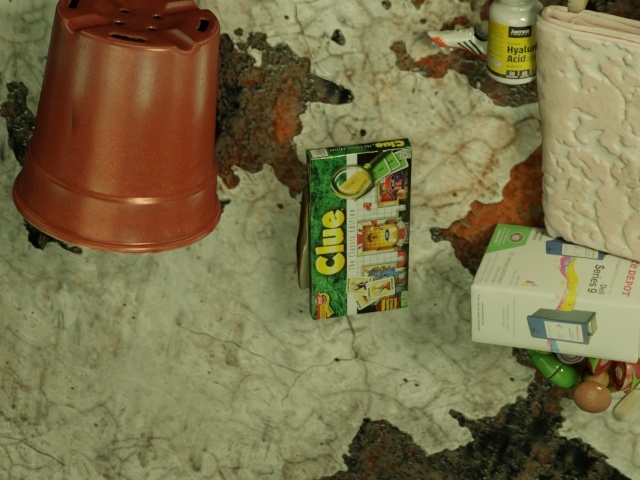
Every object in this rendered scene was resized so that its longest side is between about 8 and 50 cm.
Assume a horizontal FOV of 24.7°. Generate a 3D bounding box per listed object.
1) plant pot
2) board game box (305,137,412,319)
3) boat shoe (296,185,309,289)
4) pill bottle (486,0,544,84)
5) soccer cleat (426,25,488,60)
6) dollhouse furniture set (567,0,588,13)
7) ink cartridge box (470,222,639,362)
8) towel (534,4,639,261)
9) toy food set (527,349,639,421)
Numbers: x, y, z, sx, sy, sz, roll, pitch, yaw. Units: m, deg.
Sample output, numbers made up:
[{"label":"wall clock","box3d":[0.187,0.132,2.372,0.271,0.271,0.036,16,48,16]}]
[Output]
[{"label":"plant pot","box3d":[-0.241,-0.165,1.838,0.272,0.272,0.265,17,120,10]},{"label":"board game box","box3d":[0.050,-0.011,1.920,0.136,0.030,0.259,-6,126,-7]},{"label":"boat shoe","box3d":[0.000,0.000,1.967,0.059,0.063,0.170,1,133,-7]},{"label":"pill bottle","box3d":[0.226,-0.245,1.696,0.065,0.065,0.116,9,126,16]},{"label":"soccer cleat","box3d":[0.169,-0.243,1.747,0.083,0.029,0.035,19,120,5]},{"label":"dollhouse furniture set","box3d":[0.433,-0.315,1.382,0.362,0.256,0.394,15,143,12]},{"label":"ink cartridge box","box3d":[0.307,0.063,1.824,0.212,0.154,0.093,8,125,18]},{"label":"towel","box3d":[0.392,-0.094,1.672,0.317,0.053,0.332,19,138,29]},{"label":"toy food set","box3d":[0.353,0.166,1.932,0.218,0.071,0.128,39,129,-7]}]
